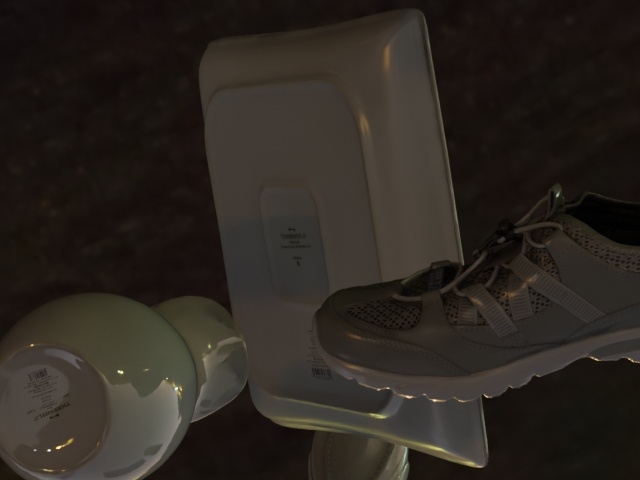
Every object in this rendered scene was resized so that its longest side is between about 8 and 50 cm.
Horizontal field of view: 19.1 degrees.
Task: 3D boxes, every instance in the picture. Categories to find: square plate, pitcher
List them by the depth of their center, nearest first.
[{"bbox_3d":[-0.156,0.104,1.231,0.178,0.125,0.207,-27,176,15],"label":"pitcher"},{"bbox_3d":[0.000,0.000,1.524,0.049,0.344,0.347,-12,-173,-29],"label":"square plate"}]

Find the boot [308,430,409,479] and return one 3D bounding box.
[{"bbox_3d":[0.039,0.123,1.705,0.095,0.258,0.123,2,136,12],"label":"boot"}]

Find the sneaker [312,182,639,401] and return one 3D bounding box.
[{"bbox_3d":[0.130,0.017,1.150,0.281,0.105,0.115,-10,116,6],"label":"sneaker"}]
